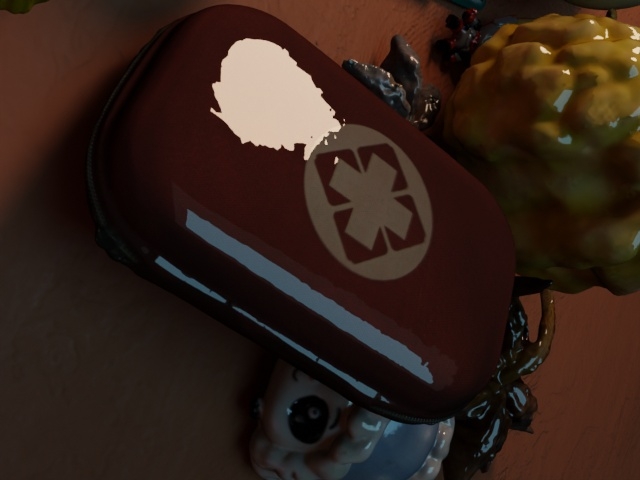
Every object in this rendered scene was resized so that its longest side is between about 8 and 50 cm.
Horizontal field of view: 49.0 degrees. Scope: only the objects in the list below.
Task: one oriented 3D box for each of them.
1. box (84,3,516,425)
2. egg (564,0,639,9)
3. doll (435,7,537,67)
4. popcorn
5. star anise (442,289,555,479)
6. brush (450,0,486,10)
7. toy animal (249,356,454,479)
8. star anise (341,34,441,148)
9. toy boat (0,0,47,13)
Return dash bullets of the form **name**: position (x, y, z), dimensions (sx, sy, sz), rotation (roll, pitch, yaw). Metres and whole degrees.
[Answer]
- **box**: position (0.008, -0.017, 0.595), dimensions (0.404, 0.108, 0.263), rotation (34, 56, -22)
- **egg**: position (0.408, -0.456, 0.911), dimensions (0.389, 0.276, 0.276), rotation (-43, 126, -30)
- **doll**: position (0.216, -0.252, 0.912), dimensions (0.169, 0.057, 0.109), rotation (5, 114, -35)
- **popcorn**: position (0.265, -0.072, 0.811), dimensions (0.382, 0.349, 0.349), rotation (-49, 134, 4)
- **star anise**: position (0.246, 0.189, 0.992), dimensions (0.349, 0.109, 0.293), rotation (-17, 115, -45)
- **brush**: position (0.160, -0.318, 0.854), dimensions (0.193, 0.032, 0.043), rotation (2, 96, -45)
- **toy animal**: position (0.040, 0.175, 0.737), dimensions (0.204, 0.156, 0.208), rotation (48, 60, -45)
- **star anise**: position (0.096, -0.128, 0.802), dimensions (0.171, 0.063, 0.208), rotation (-23, 113, -46)
- **toy boat**: position (-0.294, -0.198, 0.353), dimensions (0.317, 0.099, 0.141), rotation (14, 84, -44)
